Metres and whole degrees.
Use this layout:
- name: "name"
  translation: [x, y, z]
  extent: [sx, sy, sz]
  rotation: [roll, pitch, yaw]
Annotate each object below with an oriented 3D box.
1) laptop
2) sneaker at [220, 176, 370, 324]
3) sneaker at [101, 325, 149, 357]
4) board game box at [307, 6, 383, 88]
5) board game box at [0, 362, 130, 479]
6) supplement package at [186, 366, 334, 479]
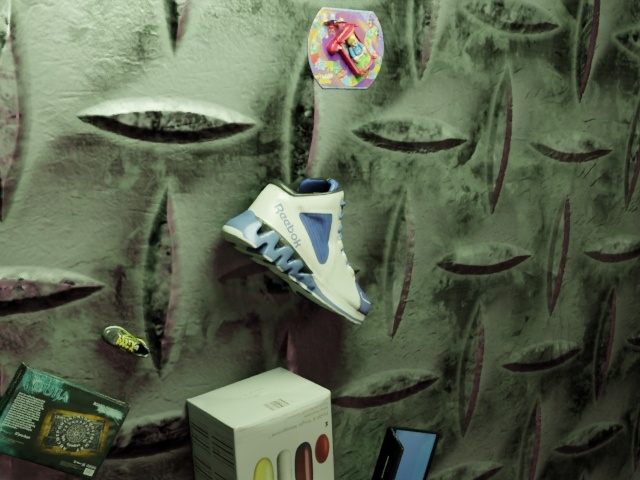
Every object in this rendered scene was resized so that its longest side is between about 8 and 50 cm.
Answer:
- name: "laptop"
  translation: [0.165, 0.500, 1.653]
  extent: [0.137, 0.264, 0.234]
  rotation: [16, 90, -3]
- name: "sneaker"
  translation: [-0.001, -0.001, 1.405]
  extent: [0.315, 0.127, 0.182]
  rotation: [40, 77, -36]
- name: "sneaker"
  translation: [-0.291, 0.153, 1.270]
  extent: [0.083, 0.035, 0.031]
  rotation: [29, 82, -39]
- name: "board game box"
  translation: [0.055, -0.325, 1.430]
  extent: [0.169, 0.033, 0.133]
  rotation: [-6, 105, -37]
- name: "board game box"
  translation: [-0.383, 0.268, 1.231]
  extent: [0.186, 0.026, 0.126]
  rotation: [34, 79, -38]
- name: "supplement package"
  translation: [-0.096, 0.349, 1.400]
  extent: [0.194, 0.149, 0.203]
  rotation: [-14, 108, -36]
